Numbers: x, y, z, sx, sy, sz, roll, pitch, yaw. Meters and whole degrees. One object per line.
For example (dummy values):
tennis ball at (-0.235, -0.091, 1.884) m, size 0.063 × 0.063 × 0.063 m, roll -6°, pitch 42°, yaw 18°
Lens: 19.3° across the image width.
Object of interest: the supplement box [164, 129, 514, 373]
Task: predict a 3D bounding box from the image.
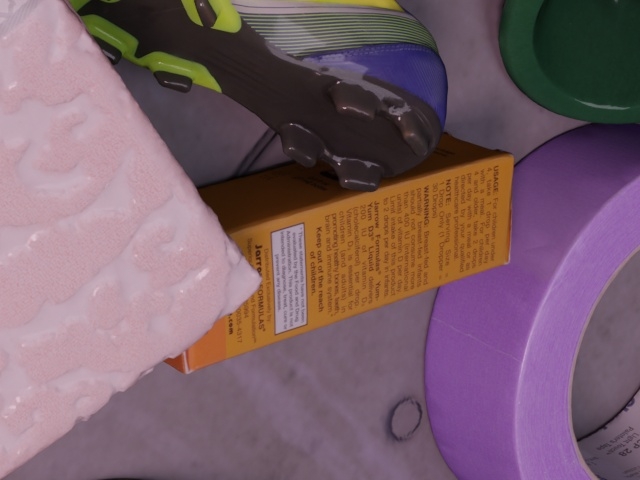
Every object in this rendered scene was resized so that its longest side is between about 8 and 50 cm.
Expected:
supplement box at (0.000, 0.000, 1.055) m, size 0.233 × 0.078 × 0.080 m, roll -19°, pitch 117°, yaw -32°

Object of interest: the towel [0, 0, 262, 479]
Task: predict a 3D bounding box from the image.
towel at (-0.223, 0.017, 0.834) m, size 0.332 × 0.053 × 0.317 m, roll -35°, pitch 132°, yaw -5°

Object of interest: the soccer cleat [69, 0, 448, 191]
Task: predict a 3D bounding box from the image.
soccer cleat at (-0.048, -0.134, 0.978) m, size 0.289 × 0.093 × 0.121 m, roll 33°, pitch 41°, yaw -31°

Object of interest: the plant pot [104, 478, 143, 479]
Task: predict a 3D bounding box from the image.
plant pot at (-0.087, 0.295, 1.016) m, size 0.284 × 0.191 × 0.284 m, roll -14°, pitch 113°, yaw -35°

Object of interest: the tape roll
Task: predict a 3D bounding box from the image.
tape roll at (0.199, 0.065, 1.231) m, size 0.275 × 0.090 × 0.275 m, roll -15°, pitch 115°, yaw -34°

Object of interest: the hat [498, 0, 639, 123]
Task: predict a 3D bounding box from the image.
hat at (0.198, -0.204, 1.178) m, size 0.173 × 0.183 × 0.208 m, roll 31°, pitch 127°, yaw -34°
